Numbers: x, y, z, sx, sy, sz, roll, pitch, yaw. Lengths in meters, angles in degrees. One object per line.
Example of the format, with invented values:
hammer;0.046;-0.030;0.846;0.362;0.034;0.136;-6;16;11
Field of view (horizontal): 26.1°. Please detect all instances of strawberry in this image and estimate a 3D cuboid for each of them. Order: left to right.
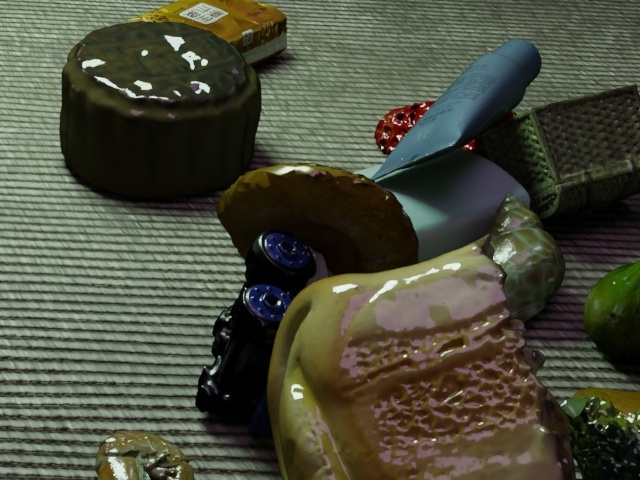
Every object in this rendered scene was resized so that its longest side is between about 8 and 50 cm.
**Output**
strawberry;0.193;-0.167;2.015;0.236;0.111;0.190;16;35;21

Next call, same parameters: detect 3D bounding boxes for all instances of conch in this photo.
conch;0.241;0.033;1.698;0.116;0.106;0.173;8;40;44

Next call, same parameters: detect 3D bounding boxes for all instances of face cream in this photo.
face cream;0.200;-0.178;1.853;0.136;0.086;0.385;-22;13;38

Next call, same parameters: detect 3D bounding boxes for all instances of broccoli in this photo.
broccoli;0.277;0.218;1.287;0.194;0.219;0.194;-15;48;17

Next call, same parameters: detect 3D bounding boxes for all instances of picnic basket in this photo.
picnic basket;0.348;-0.110;1.892;0.196;0.154;0.134;-15;-5;-30

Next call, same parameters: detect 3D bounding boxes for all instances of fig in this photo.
fig;0.370;0.066;1.601;0.123;0.156;0.123;0;36;0

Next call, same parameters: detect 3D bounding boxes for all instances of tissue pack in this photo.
tissue pack;-0.188;-0.330;2.260;0.183;0.092;0.226;24;38;29

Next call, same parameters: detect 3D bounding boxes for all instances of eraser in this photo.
eraser;0.105;-0.035;1.786;0.290;0.104;0.189;-17;30;-33

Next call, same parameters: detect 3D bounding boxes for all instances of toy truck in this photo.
toy truck;-0.023;0.111;1.487;0.177;0.161;0.213;20;37;-6

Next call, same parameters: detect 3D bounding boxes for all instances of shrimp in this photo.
shrimp;-0.172;0.247;1.349;0.099;0.041;0.180;13;27;-15

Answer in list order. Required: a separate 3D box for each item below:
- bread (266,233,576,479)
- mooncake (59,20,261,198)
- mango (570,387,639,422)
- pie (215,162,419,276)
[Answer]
bread;0.089;0.178;1.298;0.270;0.211;0.315;-18;61;0
mooncake;-0.223;-0.191;1.945;0.290;0.161;0.290;6;34;-4
mango;0.365;0.203;1.432;0.227;0.099;0.136;7;34;20
pie;-0.001;0.001;1.578;0.273;0.273;0.069;16;61;18
